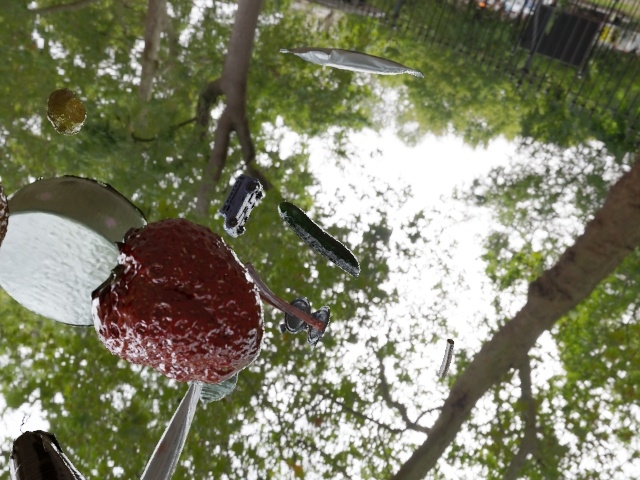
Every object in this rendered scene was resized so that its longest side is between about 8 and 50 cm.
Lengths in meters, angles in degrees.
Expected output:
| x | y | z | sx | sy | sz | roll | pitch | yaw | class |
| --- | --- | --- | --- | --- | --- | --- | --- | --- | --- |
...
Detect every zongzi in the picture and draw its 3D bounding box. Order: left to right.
| x | y | z | sx | sy | sz | roll | pitch | yaw | class |
| --- | --- | --- | --- | --- | --- | --- | --- | --- | --- |
| -0.539 | 0.516 | 1.233 | 0.247 | 0.111 | 0.241 | 46 | -178 | 42 | zongzi |

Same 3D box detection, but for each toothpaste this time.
| x | y | z | sx | sy | sz | roll | pitch | yaw | class |
| --- | --- | --- | --- | --- | --- | --- | --- | --- | --- |
| -0.353 | 0.482 | 1.373 | 0.066 | 0.323 | 0.100 | 21 | 166 | 7 | toothpaste |

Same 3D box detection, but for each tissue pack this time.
| x | y | z | sx | sy | sz | roll | pitch | yaw | class |
| --- | --- | --- | --- | --- | --- | --- | --- | --- | --- |
| 0.050 | -0.275 | 0.884 | 0.193 | 0.026 | 0.122 | -2 | -161 | -32 | tissue pack |

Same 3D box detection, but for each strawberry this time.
| x | y | z | sx | sy | sz | roll | pitch | yaw | class |
| --- | --- | --- | --- | --- | --- | --- | --- | --- | --- |
| -0.217 | 0.112 | 0.945 | 0.277 | 0.257 | 0.257 | 37 | -147 | 15 | strawberry |

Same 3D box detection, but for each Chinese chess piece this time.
| x | y | z | sx | sy | sz | roll | pitch | yaw | class |
| --- | --- | --- | --- | --- | --- | --- | --- | --- | --- |
| -0.536 | 0.027 | 1.259 | 0.349 | 0.349 | 0.146 | 15 | -143 | -3 | Chinese chess piece |

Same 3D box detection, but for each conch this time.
| x | y | z | sx | sy | sz | roll | pitch | yaw | class |
| --- | --- | --- | --- | --- | --- | --- | --- | --- | --- |
| -0.334 | 0.386 | 1.731 | 0.131 | 0.172 | 0.200 | 0 | -106 | -27 | conch |

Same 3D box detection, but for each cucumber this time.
| x | y | z | sx | sy | sz | roll | pitch | yaw | class |
| --- | --- | --- | --- | --- | --- | --- | --- | --- | --- |
| 0.000 | 0.000 | 1.275 | 0.284 | 0.056 | 0.056 | 41 | -168 | -35 | cucumber |

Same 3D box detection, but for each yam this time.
| x | y | z | sx | sy | sz | roll | pitch | yaw | class |
| --- | --- | --- | --- | --- | --- | --- | --- | --- | --- |
| 0.378 | 0.353 | 1.725 | 0.032 | 0.145 | 0.032 | 2 | -146 | -2 | yam |

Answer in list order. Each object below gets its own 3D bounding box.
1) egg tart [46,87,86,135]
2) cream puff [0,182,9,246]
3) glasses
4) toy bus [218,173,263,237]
| x | y | z | sx | sy | sz | roll | pitch | yaw | class |
| --- | --- | --- | --- | --- | --- | --- | --- | --- | --- |
| -0.553 | -0.284 | 1.272 | 0.039 | 0.105 | 0.105 | 0 | -159 | 23 | egg tart |
| -0.624 | -0.014 | 0.877 | 0.303 | 0.303 | 0.212 | -15 | -112 | -45 | cream puff |
| -0.122 | 0.151 | 1.403 | 0.268 | 0.118 | 0.234 | 31 | 172 | -24 | glasses |
| -0.223 | -0.095 | 1.584 | 0.076 | 0.167 | 0.073 | 23 | 167 | 16 | toy bus |
